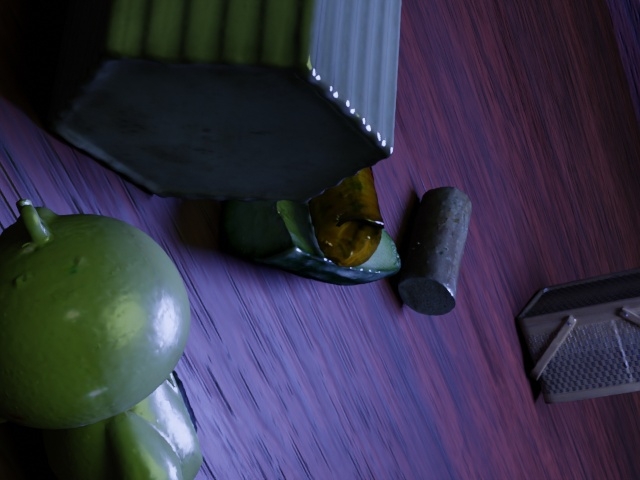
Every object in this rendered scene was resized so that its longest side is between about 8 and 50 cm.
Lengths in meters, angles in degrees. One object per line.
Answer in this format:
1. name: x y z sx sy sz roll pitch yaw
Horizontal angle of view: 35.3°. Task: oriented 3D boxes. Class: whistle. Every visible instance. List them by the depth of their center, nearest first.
1. whistle: -0.139 0.108 0.605 0.141 0.141 0.294 -48 140 -56

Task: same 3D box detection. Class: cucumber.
1. cucumber: 0.000 0.000 0.916 0.244 0.063 0.115 20 40 -56

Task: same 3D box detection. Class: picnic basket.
1. picnic basket: 0.440 0.135 1.486 0.165 0.267 0.139 -31 104 -57

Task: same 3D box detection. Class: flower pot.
1. flower pot: -0.060 -0.149 0.701 0.209 0.239 0.189 17 64 -28

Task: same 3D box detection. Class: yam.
1. yam: 0.133 0.010 1.165 0.068 0.068 0.169 61 30 -33

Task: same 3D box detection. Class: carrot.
1. carrot: 0.007 -0.084 0.887 0.070 0.070 0.260 52 19 -42
